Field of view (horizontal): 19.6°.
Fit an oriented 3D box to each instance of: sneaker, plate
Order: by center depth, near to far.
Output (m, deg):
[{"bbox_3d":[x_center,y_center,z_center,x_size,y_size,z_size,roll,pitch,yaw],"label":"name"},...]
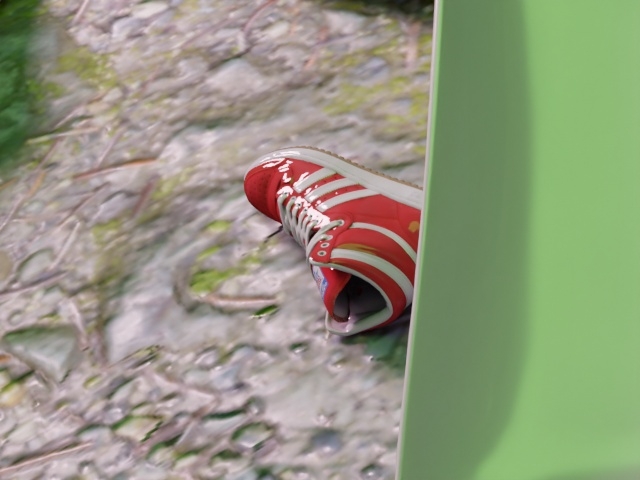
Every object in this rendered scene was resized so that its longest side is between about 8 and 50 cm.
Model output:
[{"bbox_3d":[0.170,-0.022,0.647,0.277,0.045,0.278,-2,70,22],"label":"plate"},{"bbox_3d":[0.000,0.000,0.780,0.118,0.042,0.067,16,48,37],"label":"sneaker"}]
